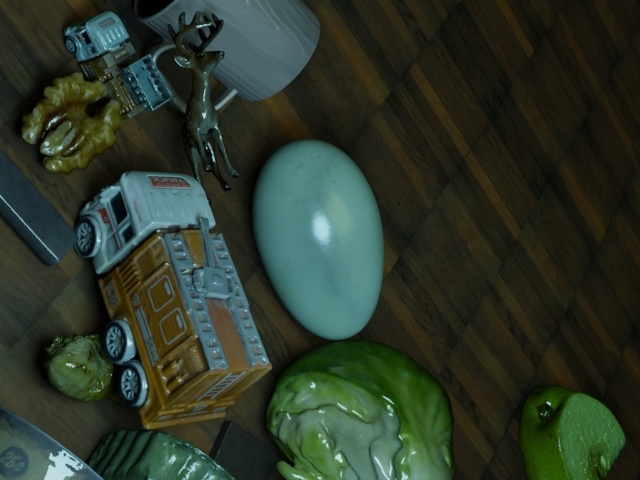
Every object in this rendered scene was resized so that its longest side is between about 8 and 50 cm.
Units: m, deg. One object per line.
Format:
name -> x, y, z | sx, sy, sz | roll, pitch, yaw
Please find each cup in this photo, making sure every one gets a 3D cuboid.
cup -> -0.168, -0.368, 1.864 | 0.273, 0.208, 0.288 | 38, 58, -35
cup -> -0.435, 0.410, 1.518 | 0.257, 0.227, 0.301 | -52, 149, -21

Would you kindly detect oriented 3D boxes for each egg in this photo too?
egg -> 0.000, 0.000, 1.954 | 0.230, 0.230, 0.371 | -26, 107, -43

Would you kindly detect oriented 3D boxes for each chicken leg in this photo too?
chicken leg -> -0.348, 0.204, 1.686 | 0.088, 0.103, 0.227 | -45, 147, 8

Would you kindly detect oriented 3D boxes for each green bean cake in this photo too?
green bean cake -> -0.232, 0.388, 1.669 | 0.222, 0.227, 0.125 | 49, 56, -27

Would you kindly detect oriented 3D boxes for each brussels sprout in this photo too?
brussels sprout -> 0.093, 0.346, 1.919 | 0.314, 0.276, 0.371 | 11, 33, -52

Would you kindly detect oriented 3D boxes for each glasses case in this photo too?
glasses case -> -0.450, -0.049, 1.655 | 0.191, 0.042, 0.072 | 53, 45, -24

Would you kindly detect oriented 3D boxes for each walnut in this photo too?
walnut -> -0.396, -0.184, 1.711 | 0.170, 0.069, 0.143 | -46, 113, -34

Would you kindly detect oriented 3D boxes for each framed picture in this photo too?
framed picture -> -0.151, 0.417, 1.885 | 0.128, 0.023, 0.169 | 43, 56, -32

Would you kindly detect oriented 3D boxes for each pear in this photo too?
pear -> 0.537, 0.453, 2.454 | 0.292, 0.159, 0.293 | 13, 72, -44

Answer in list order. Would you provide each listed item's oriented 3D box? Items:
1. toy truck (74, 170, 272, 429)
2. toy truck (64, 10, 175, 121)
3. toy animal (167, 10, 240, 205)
toy truck -> -0.226, 0.073, 1.673 | 0.173, 0.207, 0.388 | -1, 60, -44
toy truck -> -0.327, -0.285, 1.760 | 0.080, 0.115, 0.178 | -41, 111, -39
toy animal -> -0.198, -0.209, 1.748 | 0.087, 0.243, 0.260 | -9, 70, -26
